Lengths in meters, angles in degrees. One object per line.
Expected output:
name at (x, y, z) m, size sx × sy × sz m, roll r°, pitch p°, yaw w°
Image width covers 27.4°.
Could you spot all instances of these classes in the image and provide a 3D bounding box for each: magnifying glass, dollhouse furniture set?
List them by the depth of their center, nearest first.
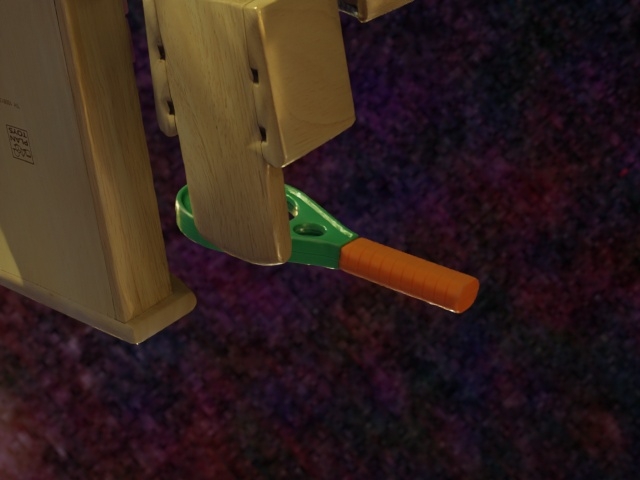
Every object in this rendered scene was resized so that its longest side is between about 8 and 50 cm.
dollhouse furniture set at (-0.020, -0.100, 0.728) m, size 0.286 × 0.303 × 0.198 m, roll 19°, pitch 128°, yaw 38°
magnifying glass at (0.000, 0.000, 0.886) m, size 0.231 × 0.092 × 0.026 m, roll 22°, pitch 121°, yaw 30°
